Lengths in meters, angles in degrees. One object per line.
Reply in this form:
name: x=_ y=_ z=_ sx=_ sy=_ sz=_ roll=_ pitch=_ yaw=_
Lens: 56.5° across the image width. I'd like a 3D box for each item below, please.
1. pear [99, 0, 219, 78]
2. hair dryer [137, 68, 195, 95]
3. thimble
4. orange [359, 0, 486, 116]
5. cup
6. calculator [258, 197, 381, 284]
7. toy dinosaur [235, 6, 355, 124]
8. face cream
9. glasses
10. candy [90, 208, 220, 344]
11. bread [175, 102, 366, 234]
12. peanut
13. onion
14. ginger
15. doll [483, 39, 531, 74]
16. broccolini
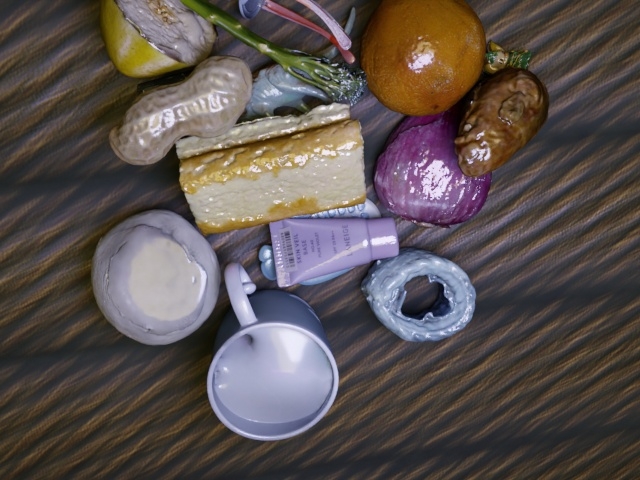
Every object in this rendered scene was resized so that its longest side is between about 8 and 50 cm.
pear: x=-0.350 y=-0.413 z=1.163 sx=0.178 sy=0.267 sz=0.267 roll=-26 pitch=107 yaw=30
hair dryer: x=-0.274 y=-0.253 z=1.253 sx=0.173 sy=0.050 sz=0.194 roll=-21 pitch=111 yaw=-23
thimble: x=0.217 y=0.120 z=1.367 sx=0.250 sy=0.172 sz=0.204 roll=7 pitch=99 yaw=-11
orange: x=0.203 y=-0.384 z=1.195 sx=0.264 sy=0.264 sz=0.264 roll=-2 pitch=104 yaw=-6
cup: x=-0.126 y=0.206 z=1.293 sx=0.260 sy=0.274 sz=0.356 roll=-22 pitch=104 yaw=-1
calculator: x=0.000 y=0.000 z=1.375 sx=0.303 sy=0.042 sz=0.188 roll=-21 pitch=106 yaw=-1
toy dinosaur: x=-0.043 y=-0.325 z=1.268 sx=0.206 sy=0.092 sz=0.392 roll=33 pitch=107 yaw=-7
face cream: x=0.031 y=0.008 z=1.316 sx=0.274 sy=0.096 sz=0.154 roll=-9 pitch=87 yaw=-1
glasses: x=-0.041 y=-0.451 z=1.139 sx=0.269 sy=0.234 sz=0.118 roll=25 pitch=97 yaw=2
candy: x=-0.350 y=0.080 z=1.284 sx=0.296 sy=0.185 sz=0.295 roll=0 pitch=93 yaw=0
bread: x=-0.091 y=-0.138 z=1.246 sx=0.376 sy=0.165 sz=0.236 roll=-14 pitch=145 yaw=0
peanut: x=-0.257 y=-0.241 z=1.128 sx=0.298 sy=0.120 sz=0.136 roll=-29 pitch=94 yaw=-6
onion: x=0.271 y=-0.188 z=1.301 sx=0.267 sy=0.159 sz=0.348 roll=9 pitch=103 yaw=-12
ginger: x=0.363 y=-0.256 z=1.198 sx=0.165 sy=0.321 sz=0.172 roll=31 pitch=135 yaw=17
doll: x=0.405 y=-0.390 z=1.326 sx=0.113 sy=0.076 sz=0.078 roll=14 pitch=74 yaw=19
broccolini: x=-0.083 y=-0.388 z=1.157 sx=0.392 sy=0.074 sz=0.078 roll=32 pitch=119 yaw=-2
